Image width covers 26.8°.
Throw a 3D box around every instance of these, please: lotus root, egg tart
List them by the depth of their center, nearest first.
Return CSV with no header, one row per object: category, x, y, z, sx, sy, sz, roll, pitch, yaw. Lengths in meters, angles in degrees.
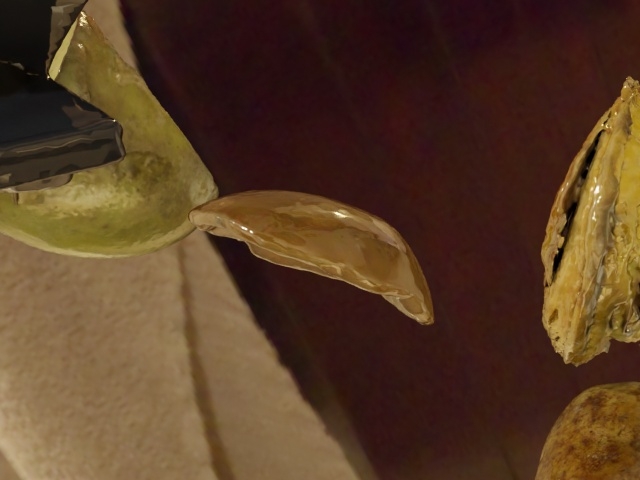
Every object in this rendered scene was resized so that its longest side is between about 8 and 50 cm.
lotus root,0.258,0.226,1.174,0.145,0.129,0.260,2,31,17
egg tart,0.297,-0.006,1.249,0.132,0.297,0.297,11,44,21

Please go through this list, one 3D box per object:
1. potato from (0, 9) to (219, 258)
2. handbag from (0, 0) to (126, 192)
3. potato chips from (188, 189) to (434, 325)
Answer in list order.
potato,-0.219,-0.090,1.541,0.270,0.255,0.112,-66,25,-3
handbag,-0.216,-0.055,0.481,0.269,0.118,0.325,-13,11,-30
potato chips,0.000,-0.001,0.992,0.208,0.195,0.062,104,-172,-89
